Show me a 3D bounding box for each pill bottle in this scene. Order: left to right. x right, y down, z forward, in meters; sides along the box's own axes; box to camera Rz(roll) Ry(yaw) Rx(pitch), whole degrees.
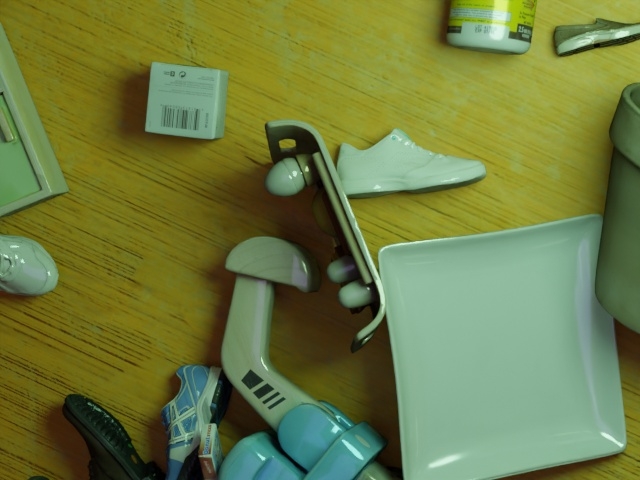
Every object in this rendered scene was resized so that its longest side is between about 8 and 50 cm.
[{"bbox_3d":[0.242,-0.366,1.679,0.117,0.117,0.215,7,97,4],"label":"pill bottle"}]

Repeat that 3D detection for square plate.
[{"bbox_3d":[0.253,0.154,1.716,0.344,0.049,0.347,-8,95,-16],"label":"square plate"}]

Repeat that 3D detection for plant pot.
[{"bbox_3d":[0.499,-0.020,1.620,0.323,0.323,0.280,19,115,3],"label":"plant pot"}]

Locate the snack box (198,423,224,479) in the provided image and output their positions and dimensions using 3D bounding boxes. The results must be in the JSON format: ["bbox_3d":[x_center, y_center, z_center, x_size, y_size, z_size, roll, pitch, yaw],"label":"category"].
[{"bbox_3d":[-0.148,0.349,1.771,0.022,0.064,0.178,-4,126,5],"label":"snack box"}]

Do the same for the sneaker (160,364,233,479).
[{"bbox_3d":[-0.195,0.281,1.804,0.081,0.080,0.211,15,79,15],"label":"sneaker"}]

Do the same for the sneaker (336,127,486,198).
[{"bbox_3d":[0.127,-0.114,1.741,0.212,0.080,0.094,-4,84,7],"label":"sneaker"}]

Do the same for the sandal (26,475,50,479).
[{"bbox_3d":[-0.463,0.496,1.834,0.086,0.120,0.302,16,97,17],"label":"sandal"}]

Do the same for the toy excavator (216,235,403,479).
[{"bbox_3d":[-0.045,0.274,1.738,0.445,0.222,0.433,39,96,9],"label":"toy excavator"}]

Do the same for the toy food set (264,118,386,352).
[{"bbox_3d":[0.000,0.000,1.655,0.092,0.220,0.306,-21,80,-3],"label":"toy food set"}]

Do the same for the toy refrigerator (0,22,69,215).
[{"bbox_3d":[-0.470,-0.175,1.775,0.102,0.094,0.269,-21,93,7],"label":"toy refrigerator"}]

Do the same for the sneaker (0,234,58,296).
[{"bbox_3d":[-0.495,0.022,1.786,0.232,0.115,0.090,24,97,3],"label":"sneaker"}]

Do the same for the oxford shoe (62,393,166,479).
[{"bbox_3d":[-0.316,0.328,1.817,0.096,0.083,0.227,-38,91,9],"label":"oxford shoe"}]

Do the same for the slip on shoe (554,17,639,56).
[{"bbox_3d":[0.392,-0.290,1.710,0.135,0.051,0.041,-12,83,12],"label":"slip on shoe"}]

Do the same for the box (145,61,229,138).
[{"bbox_3d":[-0.188,-0.198,1.750,0.101,0.087,0.102,7,95,4],"label":"box"}]
